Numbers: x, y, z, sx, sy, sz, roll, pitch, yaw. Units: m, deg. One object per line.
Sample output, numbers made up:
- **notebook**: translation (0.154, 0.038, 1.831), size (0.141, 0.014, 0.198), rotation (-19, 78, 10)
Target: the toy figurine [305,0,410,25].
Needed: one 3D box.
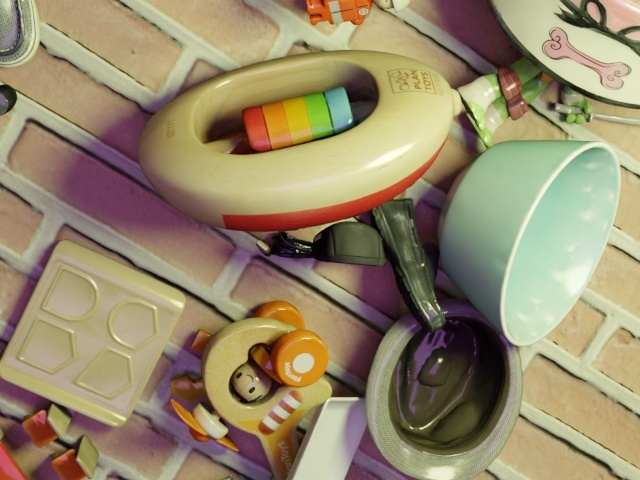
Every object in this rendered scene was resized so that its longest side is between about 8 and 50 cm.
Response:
- **toy figurine**: translation (0.045, -0.404, 1.591), size (0.148, 0.209, 0.213), rotation (-11, 103, 7)

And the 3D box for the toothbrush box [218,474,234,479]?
- **toothbrush box**: translation (-0.129, 0.543, 1.765), size (0.126, 0.216, 0.296), rotation (-23, 104, -2)

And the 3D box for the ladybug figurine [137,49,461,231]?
- **ladybug figurine**: translation (-0.023, -0.129, 1.617), size (0.449, 0.305, 0.162), rotation (-10, 132, 2)

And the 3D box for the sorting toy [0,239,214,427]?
- **sorting toy**: translation (-0.300, 0.160, 1.759), size (0.307, 0.041, 0.229), rotation (26, 93, -12)

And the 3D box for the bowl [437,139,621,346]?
- **bowl**: translation (0.284, -0.019, 1.684), size (0.163, 0.311, 0.312), rotation (25, 100, 33)

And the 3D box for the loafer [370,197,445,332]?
- **loafer**: translation (0.142, 0.030, 1.712), size (0.078, 0.076, 0.223), rotation (-18, 61, -5)

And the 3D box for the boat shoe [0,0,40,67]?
- **boat shoe**: translation (-0.487, -0.388, 1.558), size (0.127, 0.158, 0.341), rotation (-25, 103, -1)

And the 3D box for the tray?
- **tray**: translation (-0.010, 0.350, 1.745), size (0.030, 0.145, 0.270), rotation (27, 99, 32)

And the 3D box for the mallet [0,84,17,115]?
- **mallet**: translation (-0.498, -0.141, 1.657), size (0.039, 0.062, 0.190), rotation (37, 96, -11)

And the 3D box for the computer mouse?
- **computer mouse**: translation (0.000, 0.000, 1.657), size (0.184, 0.262, 0.060), rotation (5, 89, -1)

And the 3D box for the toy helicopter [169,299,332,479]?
- **toy helicopter**: translation (-0.088, 0.281, 1.760), size (0.235, 0.140, 0.355), rotation (-22, 117, -12)

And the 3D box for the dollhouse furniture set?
- **dollhouse furniture set**: translation (-0.500, 0.324, 1.716), size (0.262, 0.135, 0.259), rotation (-32, 103, 0)

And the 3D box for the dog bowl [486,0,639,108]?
- **dog bowl**: translation (0.425, -0.387, 1.564), size (0.407, 0.150, 0.408), rotation (6, 64, -12)

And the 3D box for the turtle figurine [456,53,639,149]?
- **turtle figurine**: translation (0.351, -0.212, 1.677), size (0.266, 0.198, 0.275), rotation (-31, 100, 6)

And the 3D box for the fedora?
- **fedora**: translation (0.179, 0.219, 1.779), size (0.243, 0.124, 0.276), rotation (11, 92, -11)
